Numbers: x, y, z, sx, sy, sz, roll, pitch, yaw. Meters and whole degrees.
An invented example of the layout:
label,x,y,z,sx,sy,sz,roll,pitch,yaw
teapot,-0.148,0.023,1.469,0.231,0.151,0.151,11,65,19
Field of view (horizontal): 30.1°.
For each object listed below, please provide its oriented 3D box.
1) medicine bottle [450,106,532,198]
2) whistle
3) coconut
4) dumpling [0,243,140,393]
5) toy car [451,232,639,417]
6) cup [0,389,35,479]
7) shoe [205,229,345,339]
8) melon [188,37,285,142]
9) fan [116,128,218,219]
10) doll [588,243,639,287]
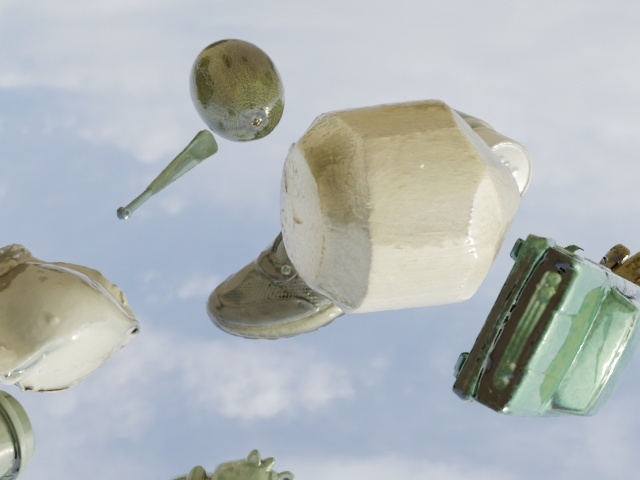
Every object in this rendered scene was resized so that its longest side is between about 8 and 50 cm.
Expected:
label,x,y,z,sx,sy,sz,roll,pitch,yaw
medicine bottle,0.217,-0.132,1.867,0.139,0.139,0.237,-16,-156,-23
whistle,-0.150,0.340,1.510,0.253,0.106,0.101,-20,-111,9
coconut,0.095,-0.042,1.326,0.266,0.237,0.237,-2,-153,-19
dumpling,-0.231,0.060,0.980,0.127,0.108,0.188,48,-150,21
toy car,0.201,0.076,0.952,0.097,0.141,0.321,28,-175,23
cup,-0.406,0.237,1.334,0.120,0.120,0.141,18,-153,33
shoe,0.000,0.000,1.523,0.336,0.171,0.132,-23,-146,-9
melon,-0.088,-0.158,1.236,0.098,0.098,0.130,-15,-135,-20
fan,-0.201,-0.085,1.556,0.016,0.038,0.193,-2,-147,42
doll,0.442,0.068,1.833,0.097,0.209,0.137,20,-128,-36
